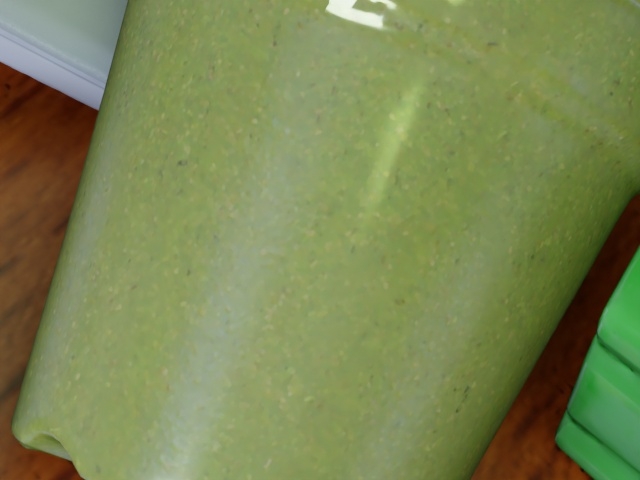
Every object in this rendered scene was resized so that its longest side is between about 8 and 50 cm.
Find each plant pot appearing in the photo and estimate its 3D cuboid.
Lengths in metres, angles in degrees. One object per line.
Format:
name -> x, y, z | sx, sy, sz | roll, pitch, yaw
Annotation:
plant pot -> 0.000, 0.000, 0.641 | 0.276, 0.276, 0.254 | 23, 85, -8

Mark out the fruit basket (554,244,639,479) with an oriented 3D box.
fruit basket -> 0.342, 0.047, 0.726 | 0.392, 0.283, 0.392 | 0, 63, 0

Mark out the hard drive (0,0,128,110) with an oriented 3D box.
hard drive -> -0.157, -0.192, 0.662 | 0.307, 0.040, 0.203 | 27, 60, -52
